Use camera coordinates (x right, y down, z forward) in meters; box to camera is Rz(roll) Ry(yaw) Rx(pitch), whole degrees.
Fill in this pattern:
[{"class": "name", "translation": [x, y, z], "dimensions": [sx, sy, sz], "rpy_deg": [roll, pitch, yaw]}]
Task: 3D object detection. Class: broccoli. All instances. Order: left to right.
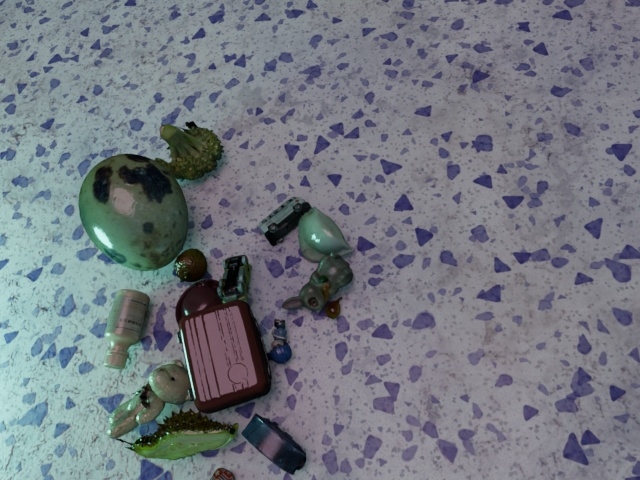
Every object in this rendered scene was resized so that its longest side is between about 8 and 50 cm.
[{"class": "broccoli", "translation": [-0.517, -0.356, 1.857], "dimensions": [0.263, 0.243, 0.247], "rpy_deg": [-13, 68, 12]}]

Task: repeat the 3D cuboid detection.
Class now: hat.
[{"class": "hat", "translation": [-0.392, 0.216, 1.633], "dimensions": [0.205, 0.089, 0.205], "rpy_deg": [-5, 62, 9]}]

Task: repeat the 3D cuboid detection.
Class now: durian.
[{"class": "durian", "translation": [-0.407, 0.568, 1.443], "dimensions": [0.375, 0.106, 0.132], "rpy_deg": [-12, 95, 10]}]

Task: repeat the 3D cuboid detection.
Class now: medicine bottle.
[{"class": "medicine bottle", "translation": [-0.647, 0.293, 1.630], "dimensions": [0.114, 0.114, 0.252], "rpy_deg": [1, 64, 12]}]

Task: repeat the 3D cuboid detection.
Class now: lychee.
[{"class": "lychee", "translation": [-0.443, 0.088, 1.693], "dimensions": [0.114, 0.114, 0.146], "rpy_deg": [-2, 35, 10]}]

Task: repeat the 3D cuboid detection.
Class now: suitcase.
[{"class": "suitcase", "translation": [-0.283, 0.343, 1.475], "dimensions": [0.236, 0.161, 0.297], "rpy_deg": [-17, 68, -5]}]

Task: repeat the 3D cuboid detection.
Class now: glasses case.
[{"class": "glasses case", "translation": [-0.304, 0.737, 1.375], "dimensions": [0.073, 0.049, 0.194], "rpy_deg": [20, 69, 19]}]

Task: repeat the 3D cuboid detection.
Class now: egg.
[{"class": "egg", "translation": [-0.631, -0.093, 1.692], "dimensions": [0.345, 0.345, 0.428], "rpy_deg": [-24, 70, -2]}]

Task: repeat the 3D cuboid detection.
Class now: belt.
[{"class": "belt", "translation": [-0.124, 0.563, 1.375], "dimensions": [0.190, 0.141, 0.082], "rpy_deg": [31, 75, 22]}]

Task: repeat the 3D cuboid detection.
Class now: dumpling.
[{"class": "dumpling", "translation": [0.009, -0.006, 1.671], "dimensions": [0.216, 0.149, 0.105], "rpy_deg": [43, 40, 20]}]

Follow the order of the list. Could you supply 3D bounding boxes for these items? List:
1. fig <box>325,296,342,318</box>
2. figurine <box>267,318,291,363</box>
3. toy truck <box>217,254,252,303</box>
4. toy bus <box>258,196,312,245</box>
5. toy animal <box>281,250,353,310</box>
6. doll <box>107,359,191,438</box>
[{"class": "fig", "translation": [0.047, 0.211, 1.575], "dimensions": [0.050, 0.050, 0.083], "rpy_deg": [23, 57, 21]}, {"class": "figurine", "translation": [-0.122, 0.318, 1.546], "dimensions": [0.079, 0.077, 0.136], "rpy_deg": [12, 56, 1]}, {"class": "toy truck", "translation": [-0.271, 0.144, 1.620], "dimensions": [0.085, 0.116, 0.191], "rpy_deg": [-12, 38, 7]}, {"class": "toy bus", "translation": [-0.124, -0.076, 1.730], "dimensions": [0.194, 0.087, 0.089], "rpy_deg": [-40, 53, -8]}, {"class": "toy animal", "translation": [-0.006, 0.157, 1.584], "dimensions": [0.251, 0.127, 0.125], "rpy_deg": [-45, 41, 9]}, {"class": "doll", "translation": [-0.519, 0.472, 1.482], "dimensions": [0.278, 0.149, 0.175], "rpy_deg": [-37, 52, -15]}]
